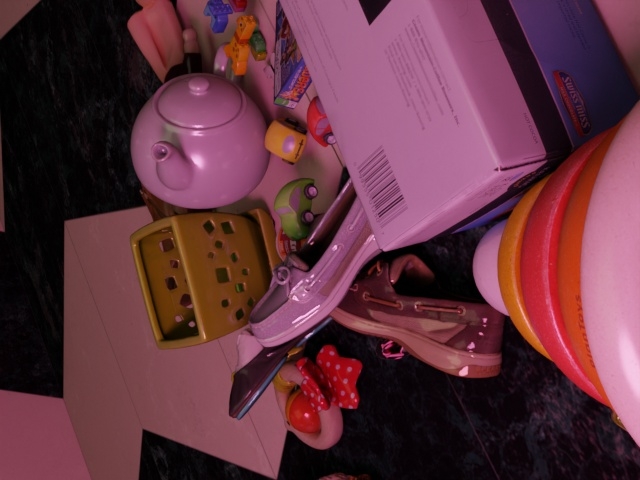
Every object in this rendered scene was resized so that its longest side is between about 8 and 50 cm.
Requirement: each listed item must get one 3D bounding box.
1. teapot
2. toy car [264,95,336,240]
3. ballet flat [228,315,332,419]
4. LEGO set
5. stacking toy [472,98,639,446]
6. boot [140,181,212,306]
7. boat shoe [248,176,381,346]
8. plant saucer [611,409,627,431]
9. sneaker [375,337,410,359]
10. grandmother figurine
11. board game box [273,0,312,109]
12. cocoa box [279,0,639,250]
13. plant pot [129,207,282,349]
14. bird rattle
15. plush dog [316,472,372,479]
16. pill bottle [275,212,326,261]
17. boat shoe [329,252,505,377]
[{"bbox_3d":[-0.196,-0.192,1.487,0.256,0.252,0.187,53,151,38],"label":"teapot"},{"bbox_3d":[-0.035,-0.113,1.386,0.239,0.053,0.225,-16,64,59],"label":"toy car"},{"bbox_3d":[-0.068,0.156,1.438,0.096,0.280,0.095,43,171,6],"label":"ballet flat"},{"bbox_3d":[-0.120,-0.351,1.472,0.227,0.087,0.093,63,146,18],"label":"LEGO set"},{"bbox_3d":[0.279,0.017,0.836,0.480,0.350,0.351,-176,74,-71],"label":"stacking toy"},{"bbox_3d":[-0.317,-0.022,1.880,0.220,0.109,0.283,30,124,48],"label":"boot"},{"bbox_3d":[0.007,0.010,1.236,0.320,0.103,0.118,-45,21,9],"label":"boat shoe"},{"bbox_3d":[0.380,0.161,0.925,0.188,0.045,0.188,35,130,47],"label":"plant saucer"},{"bbox_3d":[0.108,0.158,1.339,0.119,0.057,0.047,-28,80,59],"label":"sneaker"},{"bbox_3d":[-0.272,-0.311,1.715,0.208,0.104,0.342,110,139,-60],"label":"grandmother figurine"},{"bbox_3d":[-0.028,-0.312,1.314,0.136,0.035,0.201,133,143,-53],"label":"board game box"},{"bbox_3d":[0.145,-0.202,0.980,0.231,0.228,0.347,-40,68,56],"label":"cocoa box"},{"bbox_3d":[-0.191,0.060,1.627,0.228,0.207,0.227,-16,88,58],"label":"plant pot"},{"bbox_3d":[-0.017,0.265,1.559,0.253,0.143,0.207,7,120,43],"label":"bird rattle"},{"bbox_3d":[0.041,0.502,1.503,0.262,0.210,0.225,-24,64,30],"label":"plush dog"},{"bbox_3d":[0.000,0.000,1.418,0.152,0.086,0.086,-7,96,58],"label":"pill bottle"},{"bbox_3d":[0.118,0.075,1.248,0.342,0.123,0.123,25,111,49],"label":"boat shoe"}]
